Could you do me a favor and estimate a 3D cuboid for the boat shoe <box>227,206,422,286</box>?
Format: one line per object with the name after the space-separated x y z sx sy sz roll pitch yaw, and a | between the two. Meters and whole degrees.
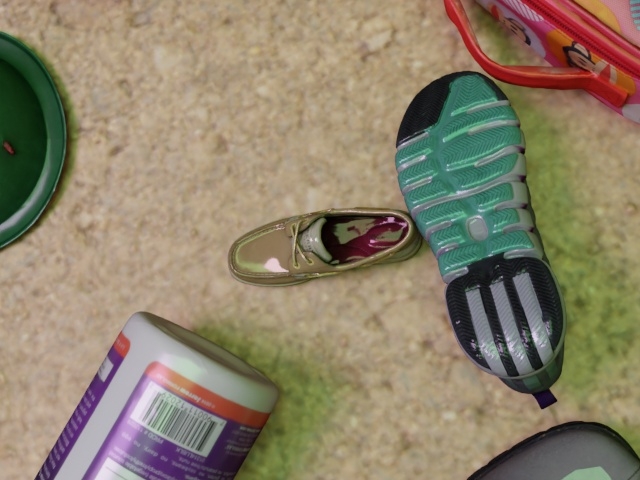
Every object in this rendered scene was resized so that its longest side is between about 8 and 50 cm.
0.000 0.000 0.537 0.135 0.045 0.050 -13 79 5 | boat shoe

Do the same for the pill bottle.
-0.117 0.151 0.495 0.108 0.108 0.193 29 86 11 | pill bottle

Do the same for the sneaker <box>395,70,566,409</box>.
0.104 -0.004 0.518 0.083 0.098 0.223 -15 55 16 | sneaker

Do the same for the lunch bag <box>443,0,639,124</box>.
0.182 -0.219 0.519 0.293 0.120 0.258 40 92 11 | lunch bag

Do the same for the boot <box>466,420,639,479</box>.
0.059 0.231 0.401 0.338 0.223 0.118 -44 78 -1 | boot

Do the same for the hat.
-0.288 -0.100 0.519 0.173 0.183 0.208 -26 79 3 | hat
